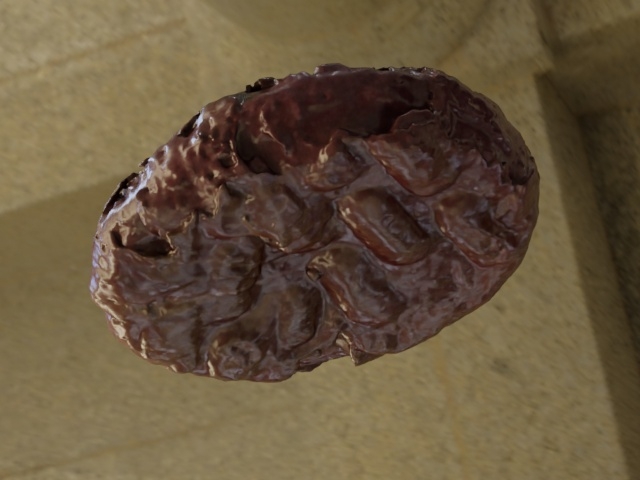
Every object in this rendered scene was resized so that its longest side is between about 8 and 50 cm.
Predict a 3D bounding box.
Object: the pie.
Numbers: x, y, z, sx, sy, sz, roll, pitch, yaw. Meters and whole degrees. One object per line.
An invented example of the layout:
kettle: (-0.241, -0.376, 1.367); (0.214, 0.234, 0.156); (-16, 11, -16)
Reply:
pie: (0.000, 0.000, 0.548); (0.154, 0.154, 0.036); (-27, -127, 14)
